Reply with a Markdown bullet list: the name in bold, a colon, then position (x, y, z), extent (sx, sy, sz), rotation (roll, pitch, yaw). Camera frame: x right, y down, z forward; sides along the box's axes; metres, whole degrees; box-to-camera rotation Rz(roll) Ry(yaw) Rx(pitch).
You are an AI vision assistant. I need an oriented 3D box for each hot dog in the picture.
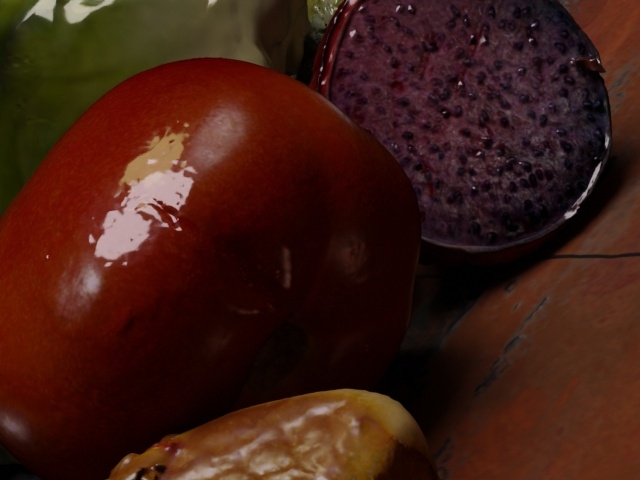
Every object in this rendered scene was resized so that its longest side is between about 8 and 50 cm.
- **hot dog**: position (-0.050, 0.188, 0.889), extent (0.153, 0.150, 0.257), rotation (5, 42, 38)

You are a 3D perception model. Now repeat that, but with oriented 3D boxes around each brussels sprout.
- **brussels sprout**: position (-0.164, -0.114, 1.449), extent (0.344, 0.344, 0.268), rotation (-30, -10, 1)

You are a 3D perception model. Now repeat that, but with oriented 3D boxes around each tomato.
- **tomato**: position (-0.085, 0.028, 1.048), extent (0.226, 0.299, 0.298), rotation (32, 62, 33)

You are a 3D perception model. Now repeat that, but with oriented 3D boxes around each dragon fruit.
- **dragon fruit**: position (0.085, -0.082, 1.223), extent (0.148, 0.223, 0.218), rotation (132, 147, -75)

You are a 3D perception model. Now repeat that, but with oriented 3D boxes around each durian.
- **durian**: position (0.030, -0.161, 1.466), extent (0.102, 0.146, 0.208), rotation (10, 8, -15)

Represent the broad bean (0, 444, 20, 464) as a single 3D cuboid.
- **broad bean**: position (-0.261, 0.130, 1.306), extent (0.206, 0.072, 0.153), rotation (-17, 31, 27)
